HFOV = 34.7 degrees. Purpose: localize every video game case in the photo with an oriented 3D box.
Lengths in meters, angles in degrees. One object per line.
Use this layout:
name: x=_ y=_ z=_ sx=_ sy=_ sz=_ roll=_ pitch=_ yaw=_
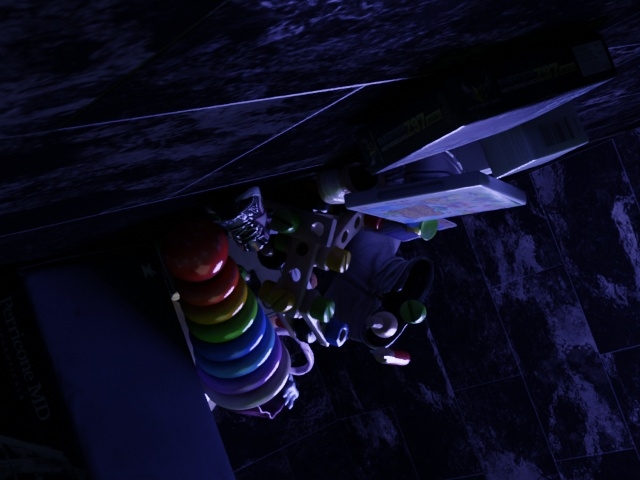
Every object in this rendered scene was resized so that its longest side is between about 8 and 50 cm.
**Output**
video game case: x=0.164 y=-0.057 z=1.429 sx=0.193 sy=0.023 sz=0.212 roll=-9 pitch=171 yaw=26

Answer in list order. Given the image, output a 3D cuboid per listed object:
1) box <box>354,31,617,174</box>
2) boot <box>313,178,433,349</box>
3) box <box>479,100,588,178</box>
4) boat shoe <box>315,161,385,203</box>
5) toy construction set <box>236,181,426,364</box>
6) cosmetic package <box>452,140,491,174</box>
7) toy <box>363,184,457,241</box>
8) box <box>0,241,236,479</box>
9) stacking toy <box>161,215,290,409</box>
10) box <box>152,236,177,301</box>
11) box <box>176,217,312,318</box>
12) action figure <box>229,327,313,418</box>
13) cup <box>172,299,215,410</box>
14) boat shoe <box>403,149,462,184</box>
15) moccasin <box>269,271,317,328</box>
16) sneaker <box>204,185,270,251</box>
box: x=0.179 y=-0.149 z=1.124 sx=0.233 sy=0.059 sz=0.183 roll=-19 pitch=176 yaw=-30
boot: x=0.119 y=0.039 z=1.738 sx=0.223 sy=0.118 sz=0.338 roll=-5 pitch=-125 yaw=56
box: x=0.266 y=-0.147 z=1.317 sx=0.101 sy=0.102 sz=0.087 roll=-19 pitch=175 yaw=-30
boat shoe: x=0.059 y=-0.082 z=1.459 sx=0.059 sy=0.063 sz=0.170 roll=-16 pitch=179 yaw=30
toy construction set: x=0.005 y=0.056 z=1.501 sx=0.257 sy=0.309 sz=0.237 roll=-47 pitch=160 yaw=8
cosmetic package: x=0.284 y=-0.147 z=1.771 sx=0.239 sy=0.060 sz=0.099 roll=-18 pitch=178 yaw=-40
toy: x=0.094 y=-0.061 z=1.692 sx=0.137 sy=0.056 sz=0.237 roll=-16 pitch=-150 yaw=-42
box: x=-0.409 y=0.312 z=1.428 sx=0.472 sy=0.479 sz=0.297 roll=-22 pitch=176 yaw=26
stacking toy: x=-0.146 y=0.097 z=1.449 sx=0.141 sy=0.141 sz=0.330 roll=-20 pitch=136 yaw=-2
box: x=-0.222 y=0.042 z=1.597 sx=0.058 sy=0.087 sz=0.232 roll=-22 pitch=176 yaw=-11
box: x=-0.175 y=0.083 z=1.848 sx=0.290 sy=0.169 sz=0.087 roll=-23 pitch=178 yaw=23
action figure: x=-0.244 y=0.252 z=2.051 sx=0.370 sy=0.248 sz=0.275 roll=-1 pitch=-144 yaw=32
cup: x=-0.320 y=0.249 z=1.695 sx=0.331 sy=0.237 sz=0.331 roll=12 pitch=152 yaw=6
boat shoe: x=0.169 y=-0.105 z=1.545 sx=0.096 sy=0.088 sz=0.267 roll=-3 pitch=176 yaw=17
moccasin: x=-0.195 y=0.099 z=1.991 sx=0.380 sy=0.139 sz=0.147 roll=-2 pitch=142 yaw=15
sneaker: x=-0.095 y=-0.024 z=1.352 sx=0.072 sy=0.077 sz=0.178 roll=-22 pitch=176 yaw=10
